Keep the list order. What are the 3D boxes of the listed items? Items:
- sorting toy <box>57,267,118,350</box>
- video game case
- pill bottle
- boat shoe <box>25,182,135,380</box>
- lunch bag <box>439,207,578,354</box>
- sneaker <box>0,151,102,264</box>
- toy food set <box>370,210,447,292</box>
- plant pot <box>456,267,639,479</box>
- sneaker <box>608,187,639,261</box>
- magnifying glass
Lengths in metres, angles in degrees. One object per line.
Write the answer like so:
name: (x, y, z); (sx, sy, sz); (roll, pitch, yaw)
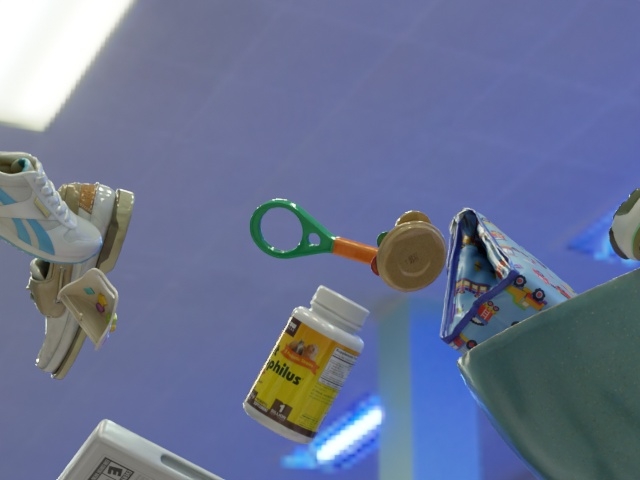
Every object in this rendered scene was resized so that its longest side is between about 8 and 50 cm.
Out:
sorting toy: (-0.258, 0.071, 1.878); (0.045, 0.083, 0.075); (-24, -23, -39)
video game case: (-0.135, 0.258, 1.320); (0.206, 0.026, 0.227); (29, -51, -12)
pill bottle: (-0.015, 0.177, 2.338); (0.117, 0.215, 0.117); (29, 0, 0)
boat shoe: (-0.345, 0.050, 2.193); (0.103, 0.113, 0.302); (17, -65, -13)
lunch bag: (0.271, 0.076, 2.105); (0.221, 0.293, 0.138); (38, -69, -17)
sneaker: (-0.354, -0.046, 1.967); (0.228, 0.087, 0.092); (29, -72, -33)
toy food set: (0.095, 0.016, 1.720); (0.082, 0.020, 0.083); (-41, -64, -2)
plant pot: (0.281, 0.131, 1.301); (0.290, 0.195, 0.290); (-22, -11, -5)
sneaker: (0.665, -0.082, 2.587); (0.410, 0.182, 0.158); (-46, -39, 4)
magnifying glass: (0.000, 0.000, 2.487); (0.231, 0.026, 0.092); (17, -69, 16)
